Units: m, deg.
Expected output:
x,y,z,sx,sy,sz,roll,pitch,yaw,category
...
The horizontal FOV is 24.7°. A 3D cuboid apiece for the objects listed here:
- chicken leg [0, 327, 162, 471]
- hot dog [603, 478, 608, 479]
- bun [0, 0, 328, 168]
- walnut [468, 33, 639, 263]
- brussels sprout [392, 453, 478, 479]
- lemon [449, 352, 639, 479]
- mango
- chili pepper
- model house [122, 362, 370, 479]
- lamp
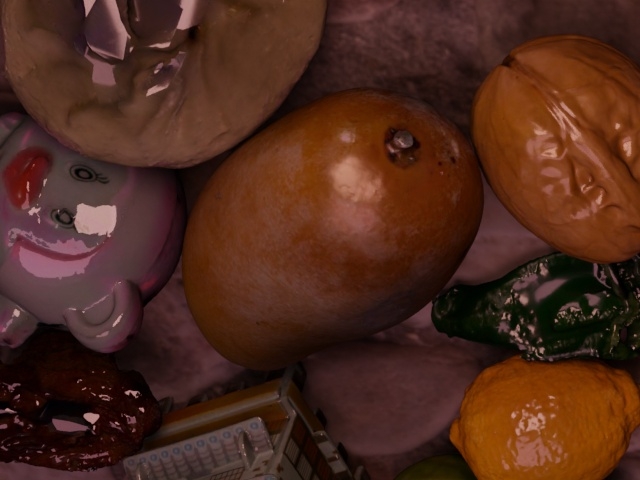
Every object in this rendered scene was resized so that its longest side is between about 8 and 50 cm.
x,y,z,sx,sy,sz,roll,pitch,yaw,category
-0.310,0.133,1.468,0.323,0.177,0.083,7,160,12,chicken leg
0.284,0.353,1.493,0.115,0.072,0.269,-20,119,-7,hot dog
-0.134,-0.183,1.178,0.273,0.168,0.272,0,97,0,bun
0.216,-0.074,1.197,0.159,0.159,0.206,-34,104,30,walnut
0.126,0.279,1.472,0.149,0.122,0.152,-31,147,33,brussels sprout
0.214,0.171,1.364,0.187,0.142,0.142,-16,118,5,lemon
0.000,0.000,1.267,0.222,0.198,0.384,-3,153,-25,mango
0.204,0.057,1.341,0.216,0.062,0.108,-3,89,20,chili pepper
-0.085,0.268,1.459,0.224,0.215,0.198,-18,115,24,model house
-0.261,-0.011,1.346,0.301,0.247,0.247,1,154,21,lamp
